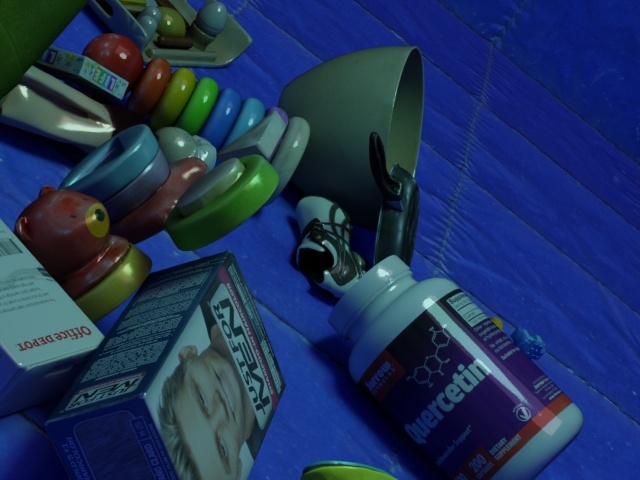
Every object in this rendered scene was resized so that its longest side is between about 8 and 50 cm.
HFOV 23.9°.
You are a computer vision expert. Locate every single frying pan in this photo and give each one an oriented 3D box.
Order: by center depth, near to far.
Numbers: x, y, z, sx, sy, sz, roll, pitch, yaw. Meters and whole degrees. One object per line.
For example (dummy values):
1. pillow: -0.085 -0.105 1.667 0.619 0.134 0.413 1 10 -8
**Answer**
1. frying pan: 0.107 -0.063 2.117 0.053 0.326 0.197 9 39 10

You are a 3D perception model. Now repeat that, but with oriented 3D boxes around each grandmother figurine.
1. grandmother figurine: -0.276 -0.139 1.902 0.342 0.104 0.208 19 37 -37

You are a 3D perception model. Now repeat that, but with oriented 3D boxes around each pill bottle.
1. pill bottle: 0.162 0.174 1.898 0.323 0.181 0.181 45 23 13

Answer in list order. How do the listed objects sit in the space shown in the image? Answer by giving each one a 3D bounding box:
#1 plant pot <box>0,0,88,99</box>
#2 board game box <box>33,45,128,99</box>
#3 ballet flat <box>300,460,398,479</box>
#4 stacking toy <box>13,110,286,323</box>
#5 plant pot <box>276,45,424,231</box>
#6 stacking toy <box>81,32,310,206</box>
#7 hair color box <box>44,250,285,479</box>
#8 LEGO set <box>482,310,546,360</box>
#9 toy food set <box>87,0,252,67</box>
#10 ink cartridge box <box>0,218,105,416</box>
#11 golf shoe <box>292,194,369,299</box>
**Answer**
1. plant pot: -0.362 -0.373 1.670 0.366 0.353 0.366 44 -16 16
2. board game box: -0.337 -0.226 1.939 0.154 0.026 0.103 19 -4 27
3. ballet flat: 0.074 0.302 1.674 0.231 0.077 0.077 23 45 -40
4. stacking toy: -0.189 -0.069 1.632 0.130 0.279 0.309 54 18 -19
5. plant pot: 0.036 -0.160 2.269 0.191 0.284 0.284 8 19 12
6. stacking toy: -0.186 -0.180 2.107 0.330 0.141 0.141 28 24 -11
7. hair color box: -0.137 0.158 1.466 0.347 0.105 0.174 -65 137 -66
8. LEGO set: 0.261 0.169 2.188 0.227 0.087 0.093 24 27 -31
9. toy food set: -0.259 -0.380 2.380 0.220 0.092 0.306 48 23 17
10. ink cartridge box: -0.326 0.066 1.454 0.203 0.086 0.148 47 23 14
11. golf shoe: 0.000 0.000 2.105 0.094 0.077 0.198 18 30 -42
